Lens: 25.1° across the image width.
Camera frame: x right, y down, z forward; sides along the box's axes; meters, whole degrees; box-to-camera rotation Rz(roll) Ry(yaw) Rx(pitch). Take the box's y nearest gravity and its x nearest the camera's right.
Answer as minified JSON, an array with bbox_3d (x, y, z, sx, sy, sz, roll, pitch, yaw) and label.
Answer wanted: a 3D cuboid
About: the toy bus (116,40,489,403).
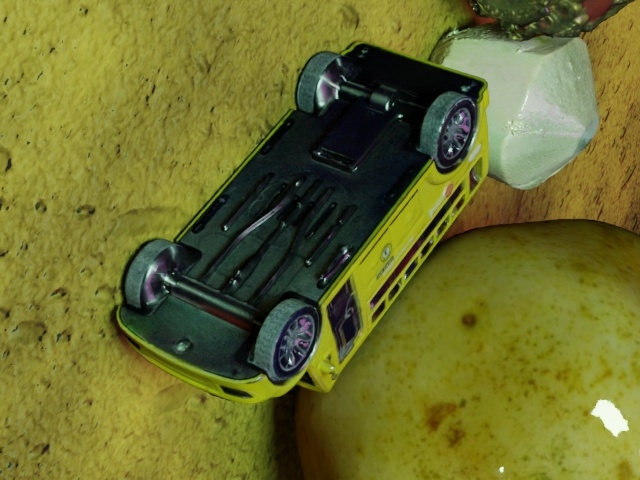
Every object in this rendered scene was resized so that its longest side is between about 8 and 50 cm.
[{"bbox_3d":[0.000,0.000,1.109,0.331,0.145,0.151,-51,148,-27],"label":"toy bus"}]

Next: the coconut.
[{"bbox_3d":[0.177,-0.122,1.299,0.147,0.152,0.147,-34,136,-40],"label":"coconut"}]

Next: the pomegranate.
[{"bbox_3d":[0.188,0.174,1.249,0.416,0.416,0.417,-36,138,-41],"label":"pomegranate"}]

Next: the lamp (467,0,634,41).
[{"bbox_3d":[0.230,-0.284,1.253,0.274,0.177,0.177,-37,139,-38],"label":"lamp"}]
